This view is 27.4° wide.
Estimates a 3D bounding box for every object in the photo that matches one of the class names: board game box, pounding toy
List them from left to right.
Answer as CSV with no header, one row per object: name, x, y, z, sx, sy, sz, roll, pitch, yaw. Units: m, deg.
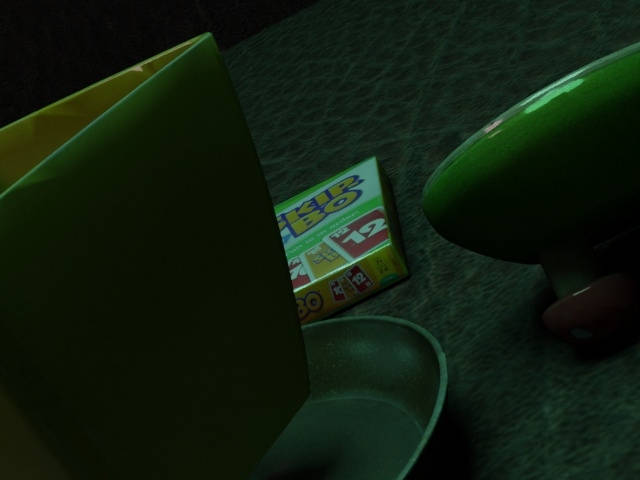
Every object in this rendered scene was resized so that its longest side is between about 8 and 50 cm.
board game box,0.000,0.000,1.020,0.124,0.039,0.259,-27,14,8
pounding toy,0.170,-0.015,0.698,0.183,0.110,0.237,-34,-17,29

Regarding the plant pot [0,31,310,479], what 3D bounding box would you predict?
plant pot,-0.130,0.051,0.641,0.212,0.187,0.212,-17,22,38

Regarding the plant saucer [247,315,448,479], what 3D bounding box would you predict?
plant saucer,-0.065,0.146,0.665,0.311,0.050,0.310,-27,16,8
